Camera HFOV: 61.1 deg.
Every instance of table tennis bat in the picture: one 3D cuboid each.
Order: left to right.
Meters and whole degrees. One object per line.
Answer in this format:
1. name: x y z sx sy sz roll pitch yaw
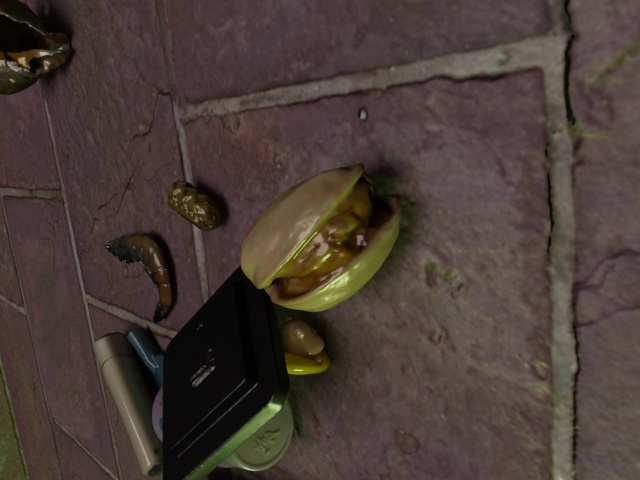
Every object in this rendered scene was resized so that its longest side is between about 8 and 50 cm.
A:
1. table tennis bat: -0.327 0.326 1.187 0.329 0.044 0.215 49 137 23

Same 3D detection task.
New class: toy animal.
1. toy animal: -0.030 0.151 0.793 0.114 0.091 0.082 160 115 -68

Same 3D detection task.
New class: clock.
1. clock: -0.161 0.191 0.815 0.279 0.049 0.273 -46 36 22

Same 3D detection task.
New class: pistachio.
1. pistachio: 0.000 0.000 0.663 0.229 0.157 0.157 -39 73 40

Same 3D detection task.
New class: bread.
1. bread: -0.209 -0.056 0.924 0.110 0.060 0.066 30 136 34

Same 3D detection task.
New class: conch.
1. conch: -0.723 -0.469 1.239 0.324 0.263 0.186 -11 69 14

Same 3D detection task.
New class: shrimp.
1. shrimp: -0.396 0.081 1.177 0.262 0.051 0.198 2 105 44

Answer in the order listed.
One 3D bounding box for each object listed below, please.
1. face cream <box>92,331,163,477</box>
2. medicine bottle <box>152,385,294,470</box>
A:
1. face cream: -0.429 0.363 1.247 0.348 0.081 0.173 58 163 21
2. medicine bottle: -0.171 0.303 0.928 0.254 0.152 0.152 -11 94 50
